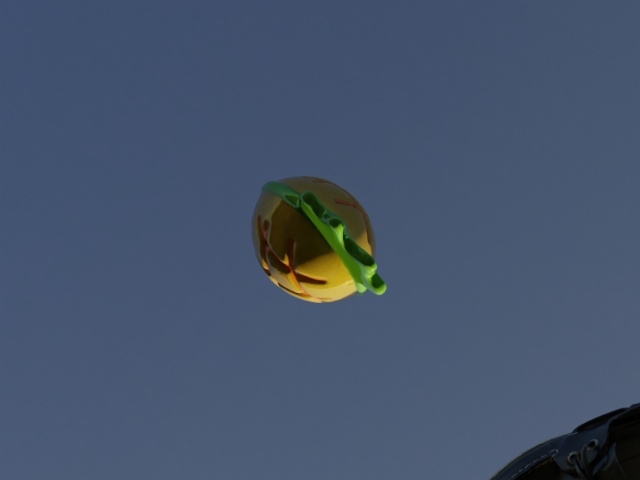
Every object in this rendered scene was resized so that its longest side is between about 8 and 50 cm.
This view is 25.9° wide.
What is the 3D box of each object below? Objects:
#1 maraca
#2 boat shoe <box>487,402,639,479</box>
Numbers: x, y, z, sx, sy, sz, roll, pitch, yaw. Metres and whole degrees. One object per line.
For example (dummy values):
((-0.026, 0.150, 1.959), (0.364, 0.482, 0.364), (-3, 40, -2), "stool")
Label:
((0.000, 0.000, 1.181), (0.099, 0.185, 0.127), (-45, -77, -11), "maraca")
((0.282, 0.217, 1.280), (0.340, 0.113, 0.127), (-17, -111, -8), "boat shoe")
